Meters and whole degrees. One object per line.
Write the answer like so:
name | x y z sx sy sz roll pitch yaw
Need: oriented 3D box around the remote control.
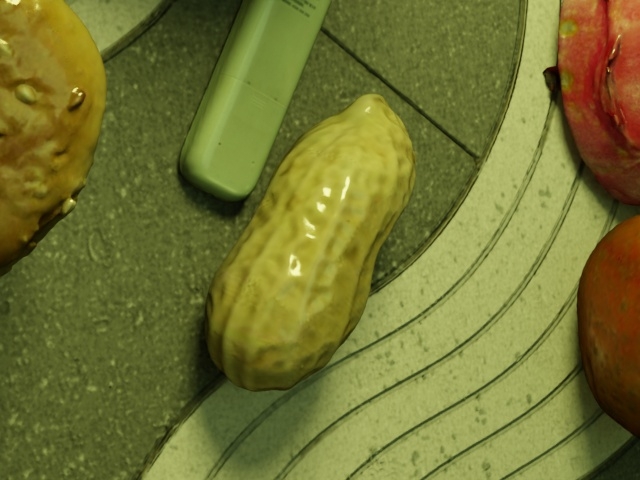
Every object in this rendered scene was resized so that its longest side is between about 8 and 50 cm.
remote control | -0.048 -0.186 1.669 0.090 0.038 0.309 27 79 -33

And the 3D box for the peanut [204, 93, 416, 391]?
peanut | 0.000 0.000 1.658 0.325 0.140 0.153 -60 139 -21

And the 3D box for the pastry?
pastry | -0.333 -0.099 1.394 0.315 0.184 0.284 -40 110 -4

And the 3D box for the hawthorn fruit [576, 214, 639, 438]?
hawthorn fruit | 0.401 0.121 1.877 0.277 0.277 0.298 5 109 -34

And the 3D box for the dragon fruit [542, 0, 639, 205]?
dragon fruit | 0.454 -0.210 1.896 0.371 0.249 0.386 -19 106 -36
